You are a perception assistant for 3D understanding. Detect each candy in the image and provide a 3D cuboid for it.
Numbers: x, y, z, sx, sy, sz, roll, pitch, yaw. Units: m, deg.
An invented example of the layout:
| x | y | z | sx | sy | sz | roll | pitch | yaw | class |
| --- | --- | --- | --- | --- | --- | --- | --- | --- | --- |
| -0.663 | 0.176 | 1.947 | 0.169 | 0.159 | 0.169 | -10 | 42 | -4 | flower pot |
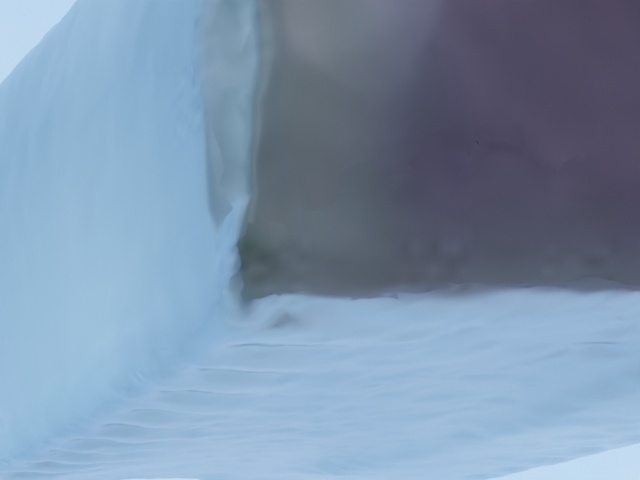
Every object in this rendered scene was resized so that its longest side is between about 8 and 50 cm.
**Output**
| x | y | z | sx | sy | sz | roll | pitch | yaw | class |
| --- | --- | --- | --- | --- | --- | --- | --- | --- | --- |
| 0.002 | -0.002 | 0.597 | 0.208 | 0.359 | 0.145 | 5 | -107 | -24 | candy |
